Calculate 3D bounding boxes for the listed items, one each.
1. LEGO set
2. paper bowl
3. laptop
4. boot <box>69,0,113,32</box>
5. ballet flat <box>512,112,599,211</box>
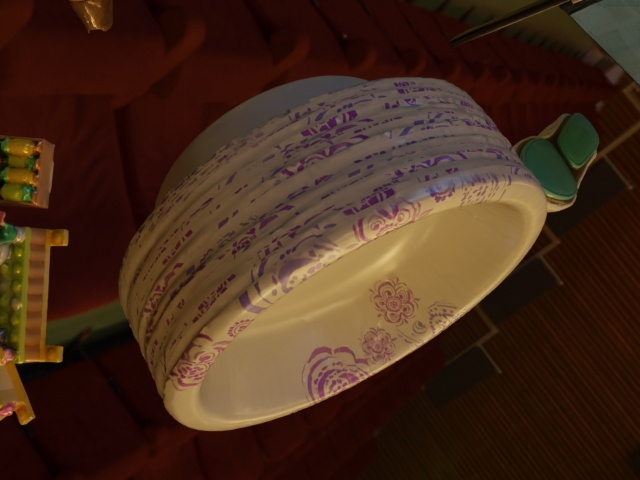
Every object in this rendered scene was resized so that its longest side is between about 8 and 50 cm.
[{"bbox_3d":[-0.257,0.063,0.503,0.287,0.132,0.107,-56,157,10],"label":"LEGO set"},{"bbox_3d":[0.000,0.000,0.532,0.284,0.148,0.284,-25,154,-13],"label":"paper bowl"},{"bbox_3d":[0.485,-0.289,1.094,0.408,0.236,0.382,-27,-170,-27],"label":"laptop"},{"bbox_3d":[-0.510,-0.564,1.707,0.112,0.305,0.115,-11,129,1],"label":"boot"},{"bbox_3d":[0.385,-0.120,1.331,0.139,0.139,0.400,-43,175,37],"label":"ballet flat"}]
